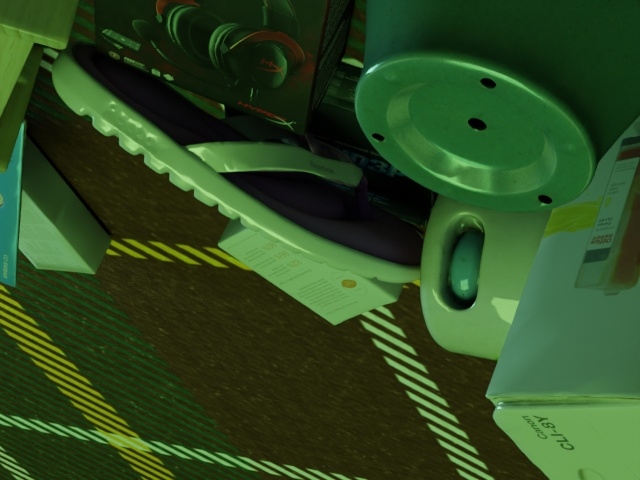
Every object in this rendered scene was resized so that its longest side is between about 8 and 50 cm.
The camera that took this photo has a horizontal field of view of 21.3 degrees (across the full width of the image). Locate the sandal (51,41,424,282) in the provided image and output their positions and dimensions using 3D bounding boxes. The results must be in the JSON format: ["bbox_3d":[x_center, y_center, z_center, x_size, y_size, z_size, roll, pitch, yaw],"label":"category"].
[{"bbox_3d":[-0.058,-0.085,1.618,0.416,0.169,0.102,28,111,-12],"label":"sandal"}]

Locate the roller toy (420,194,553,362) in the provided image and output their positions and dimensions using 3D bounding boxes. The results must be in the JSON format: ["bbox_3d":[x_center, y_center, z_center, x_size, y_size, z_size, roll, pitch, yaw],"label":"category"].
[{"bbox_3d":[0.183,0.020,1.645,0.146,0.209,0.191,9,139,25],"label":"roller toy"}]

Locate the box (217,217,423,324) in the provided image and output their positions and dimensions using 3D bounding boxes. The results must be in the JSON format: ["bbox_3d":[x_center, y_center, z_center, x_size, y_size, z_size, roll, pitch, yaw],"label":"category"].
[{"bbox_3d":[0.000,0.000,1.853,0.170,0.091,0.130,35,150,-20],"label":"box"}]

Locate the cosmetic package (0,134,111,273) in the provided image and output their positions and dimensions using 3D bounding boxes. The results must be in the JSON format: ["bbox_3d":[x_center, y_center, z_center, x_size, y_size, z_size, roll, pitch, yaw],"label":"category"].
[{"bbox_3d":[-0.356,-0.053,2.065,0.099,0.060,0.239,3,145,30],"label":"cosmetic package"}]

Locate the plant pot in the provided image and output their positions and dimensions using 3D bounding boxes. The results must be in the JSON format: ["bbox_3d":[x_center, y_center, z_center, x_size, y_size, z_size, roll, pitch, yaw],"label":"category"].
[{"bbox_3d":[0.150,-0.173,1.266,0.271,0.255,0.272,19,151,11],"label":"plant pot"}]

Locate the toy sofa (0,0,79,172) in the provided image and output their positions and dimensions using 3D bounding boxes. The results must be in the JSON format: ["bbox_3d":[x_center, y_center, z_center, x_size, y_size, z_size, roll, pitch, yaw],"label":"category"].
[{"bbox_3d":[-0.334,-0.205,1.598,0.177,0.150,0.362,17,159,-14],"label":"toy sofa"}]

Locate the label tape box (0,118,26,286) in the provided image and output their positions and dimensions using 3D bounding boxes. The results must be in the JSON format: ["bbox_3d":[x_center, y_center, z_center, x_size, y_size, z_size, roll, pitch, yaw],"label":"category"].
[{"bbox_3d":[-0.463,-0.116,1.909,0.333,0.106,0.241,19,129,9],"label":"label tape box"}]

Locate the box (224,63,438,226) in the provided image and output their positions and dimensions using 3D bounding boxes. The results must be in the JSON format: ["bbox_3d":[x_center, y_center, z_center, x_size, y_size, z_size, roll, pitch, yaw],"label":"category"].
[{"bbox_3d":[0.014,-0.107,1.699,0.220,0.051,0.175,19,152,11],"label":"box"}]

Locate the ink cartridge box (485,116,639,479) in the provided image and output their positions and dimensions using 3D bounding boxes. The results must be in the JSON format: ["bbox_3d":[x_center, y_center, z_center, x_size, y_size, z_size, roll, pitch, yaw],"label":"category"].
[{"bbox_3d":[0.317,0.042,1.369,0.160,0.385,0.279,-5,141,42],"label":"ink cartridge box"}]

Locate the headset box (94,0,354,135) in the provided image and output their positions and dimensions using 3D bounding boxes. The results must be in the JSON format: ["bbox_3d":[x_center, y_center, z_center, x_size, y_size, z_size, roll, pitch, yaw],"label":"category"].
[{"bbox_3d":[-0.080,-0.243,1.472,0.218,0.110,0.293,22,152,5],"label":"headset box"}]
